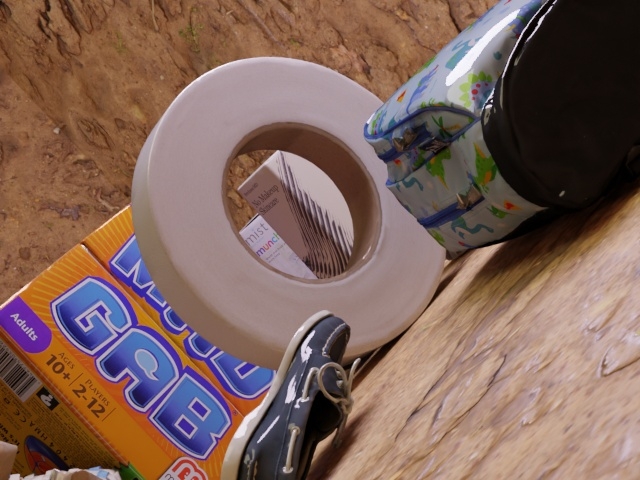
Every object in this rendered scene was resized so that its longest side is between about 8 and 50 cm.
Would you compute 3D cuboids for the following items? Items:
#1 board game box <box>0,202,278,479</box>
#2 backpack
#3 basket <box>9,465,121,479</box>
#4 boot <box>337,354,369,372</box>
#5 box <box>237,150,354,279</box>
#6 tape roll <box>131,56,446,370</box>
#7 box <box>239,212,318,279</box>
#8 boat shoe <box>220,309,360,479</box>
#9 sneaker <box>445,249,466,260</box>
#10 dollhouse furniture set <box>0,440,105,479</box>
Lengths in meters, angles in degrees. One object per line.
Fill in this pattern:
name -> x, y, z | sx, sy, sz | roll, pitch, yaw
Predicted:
board game box -> -0.289, 0.211, 1.774 | 0.356, 0.356, 0.356 | -40, 3, 45
backpack -> 0.202, -0.123, 1.308 | 0.290, 0.273, 0.355 | -51, -7, -20
basket -> -0.356, 0.376, 1.443 | 0.289, 0.201, 0.255 | -13, 0, -3
boot -> 0.012, 0.131, 1.642 | 0.263, 0.091, 0.229 | -34, -5, -36
box -> 0.010, -0.022, 1.933 | 0.094, 0.275, 0.113 | -45, 3, -35
tape roll -> -0.031, -0.036, 1.496 | 0.392, 0.392, 0.072 | -45, 2, -34
box -> 0.000, 0.000, 2.306 | 0.127, 0.231, 0.262 | -42, 3, 22
boat shoe -> -0.013, 0.159, 1.187 | 0.254, 0.079, 0.095 | -54, -30, -53
sneaker -> 0.226, -0.090, 1.590 | 0.281, 0.105, 0.115 | -42, 3, 45
dollhouse furniture set -> -0.400, 0.365, 1.140 | 0.256, 0.362, 0.394 | 145, 142, -65
